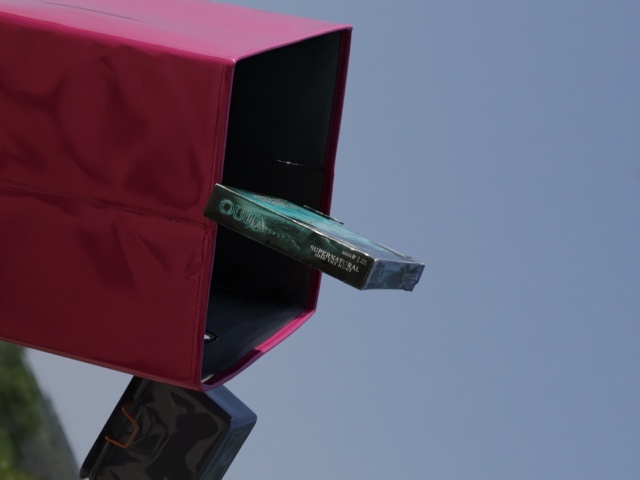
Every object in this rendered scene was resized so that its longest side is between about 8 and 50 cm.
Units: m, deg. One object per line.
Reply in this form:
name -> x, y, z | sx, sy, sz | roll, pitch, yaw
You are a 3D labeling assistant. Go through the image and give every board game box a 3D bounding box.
board game box -> 0.000, 0.000, 1.373 | 0.126, 0.026, 0.186 | 25, 4, 12

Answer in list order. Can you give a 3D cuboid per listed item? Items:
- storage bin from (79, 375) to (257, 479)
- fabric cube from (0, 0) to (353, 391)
storage bin -> -0.121, 0.164, 1.559 | 0.091, 0.135, 0.098 | 34, 11, 19
fabric cube -> -0.149, -0.056, 1.489 | 0.254, 0.258, 0.259 | -32, 131, -67
